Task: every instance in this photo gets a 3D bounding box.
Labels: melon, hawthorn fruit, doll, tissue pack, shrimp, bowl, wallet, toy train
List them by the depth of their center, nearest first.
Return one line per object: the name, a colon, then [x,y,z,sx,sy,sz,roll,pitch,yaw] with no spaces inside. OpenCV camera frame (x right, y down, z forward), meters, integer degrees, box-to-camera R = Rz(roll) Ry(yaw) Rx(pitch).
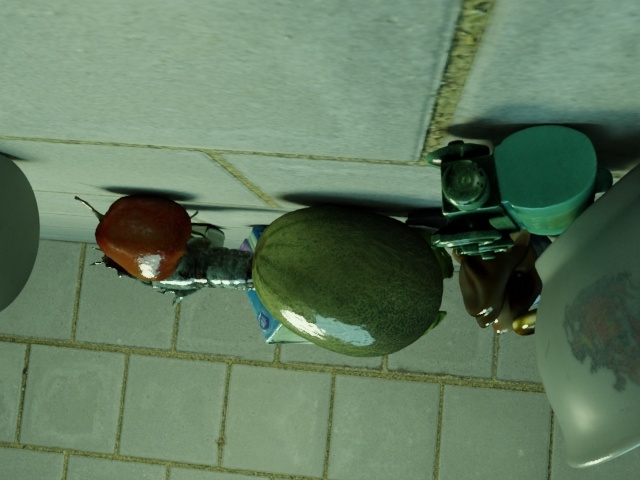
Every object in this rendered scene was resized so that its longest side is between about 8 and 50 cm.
bowl: [0.298,0.030,0.613,0.157,0.345,0.345,48,-170,17]
toy train: [0.187,-0.042,0.642,0.159,0.101,0.248,-11,172,21]
wallet: [0.280,-0.031,1.070,0.146,0.030,0.285,5,178,-43]
melon: [0.046,0.065,1.152,0.329,0.248,0.248,16,173,-15]
hawthorn fruit: [-0.334,-0.018,1.219,0.203,0.162,0.162,22,172,-12]
doll: [0.406,0.084,1.262,0.340,0.209,0.318,9,171,-30]
shrimp: [-0.255,0.040,1.385,0.410,0.221,0.166,8,-163,21]
tissue pack: [-0.068,0.108,1.654,0.198,0.263,0.146,7,133,-40]

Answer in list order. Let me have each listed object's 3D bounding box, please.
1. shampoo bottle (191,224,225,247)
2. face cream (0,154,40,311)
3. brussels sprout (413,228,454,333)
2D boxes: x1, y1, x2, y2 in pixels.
shampoo bottle: [-0.403,-0.010,1.811,0.284,0.071,0.153,2,174,12]
face cream: [-0.511,-0.012,0.903,0.179,0.218,0.218,5,176,13]
brussels sprout: [0.155,0.098,1.498,0.227,0.294,0.259,33,-168,-12]
